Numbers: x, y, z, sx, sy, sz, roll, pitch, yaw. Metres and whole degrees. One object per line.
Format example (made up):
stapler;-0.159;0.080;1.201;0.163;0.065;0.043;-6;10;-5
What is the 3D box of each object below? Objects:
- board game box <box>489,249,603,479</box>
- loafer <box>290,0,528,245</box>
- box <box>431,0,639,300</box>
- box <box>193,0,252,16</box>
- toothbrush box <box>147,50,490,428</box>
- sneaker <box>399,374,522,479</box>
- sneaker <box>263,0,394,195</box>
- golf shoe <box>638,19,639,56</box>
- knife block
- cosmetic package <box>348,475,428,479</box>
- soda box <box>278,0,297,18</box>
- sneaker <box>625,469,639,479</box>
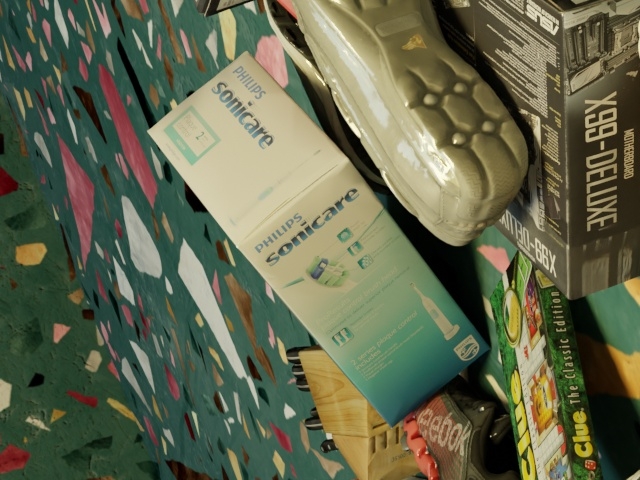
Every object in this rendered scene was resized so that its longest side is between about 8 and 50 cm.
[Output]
board game box;0.185;0.137;1.508;0.136;0.030;0.260;104;160;-63
loafer;0.041;-0.137;1.377;0.319;0.112;0.111;63;152;24
box;0.138;-0.136;1.402;0.307;0.076;0.242;48;152;50
box;-0.109;-0.440;1.784;0.318;0.097;0.395;64;161;12
toothbrush box;0.000;0.000;1.696;0.295;0.126;0.216;53;178;-42
sneaker;0.147;0.190;1.685;0.135;0.097;0.276;-51;21;22
sneaker;0.016;-0.160;1.709;0.108;0.100;0.272;115;132;-73
golf shoe;0.225;-0.145;1.037;0.115;0.140;0.306;87;157;-46
knife block;0.034;0.132;1.970;0.242;0.088;0.276;54;157;40
cosmetic package;0.063;0.361;1.900;0.453;0.230;0.162;-5;103;71
soda box;-0.043;-0.284;1.566;0.263;0.083;0.092;43;158;3
sneaker;0.287;0.258;1.343;0.153;0.094;0.235;86;168;-62
